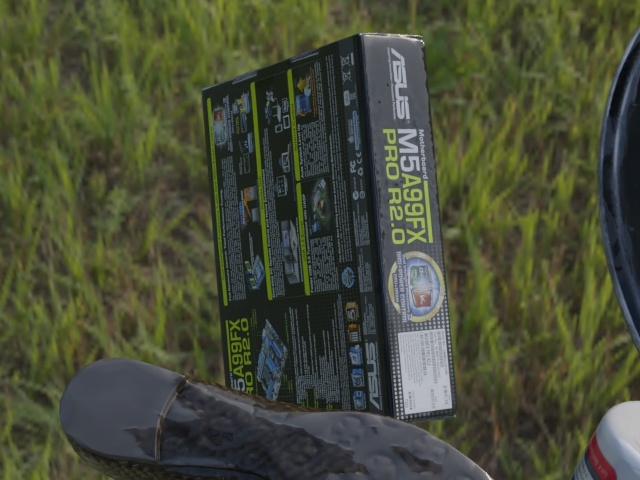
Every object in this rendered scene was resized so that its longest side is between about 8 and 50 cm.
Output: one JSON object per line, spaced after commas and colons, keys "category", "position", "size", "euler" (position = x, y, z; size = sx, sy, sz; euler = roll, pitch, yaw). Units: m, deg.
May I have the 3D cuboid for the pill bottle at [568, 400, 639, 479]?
{"category": "pill bottle", "position": [0.160, 0.185, 0.760], "size": [0.108, 0.180, 0.108], "euler": [21, 21, -8]}

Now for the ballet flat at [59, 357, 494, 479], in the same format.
{"category": "ballet flat", "position": [-0.016, 0.123, 0.734], "size": [0.250, 0.058, 0.084], "euler": [16, 63, 13]}

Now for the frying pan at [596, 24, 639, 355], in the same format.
{"category": "frying pan", "position": [0.223, -0.029, 0.410], "size": [0.326, 0.053, 0.197], "euler": [-25, 79, -23]}

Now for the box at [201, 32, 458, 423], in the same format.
{"category": "box", "position": [0.000, 0.000, 1.068], "size": [0.060, 0.270, 0.216], "euler": [-2, -5, -35]}
